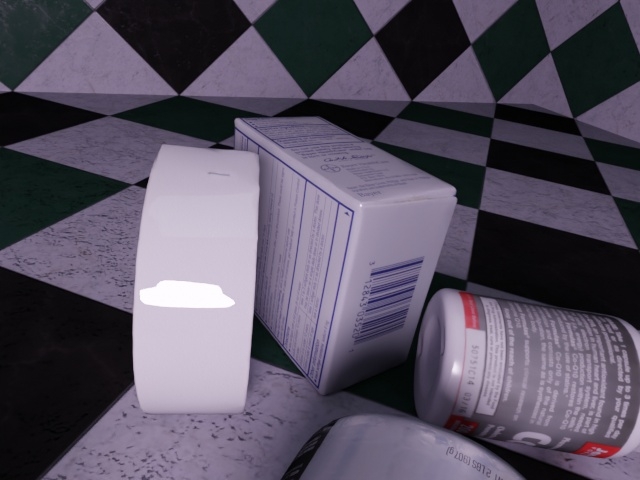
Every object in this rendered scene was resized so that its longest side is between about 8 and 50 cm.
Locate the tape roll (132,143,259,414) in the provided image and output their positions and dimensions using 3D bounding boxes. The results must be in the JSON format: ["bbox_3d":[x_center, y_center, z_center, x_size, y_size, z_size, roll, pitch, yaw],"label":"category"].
[{"bbox_3d":[-0.125,0.041,0.539,0.100,0.286,0.286,4,29,-9],"label":"tape roll"}]

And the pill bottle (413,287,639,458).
[{"bbox_3d":[0.264,0.155,0.566,0.284,0.161,0.161,10,29,2],"label":"pill bottle"}]

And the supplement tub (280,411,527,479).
[{"bbox_3d":[0.005,0.269,0.241,0.207,0.207,0.338,20,31,19],"label":"supplement tub"}]

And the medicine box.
[{"bbox_3d":[0.000,0.000,0.668,0.149,0.263,0.289,-11,35,-33],"label":"medicine box"}]
